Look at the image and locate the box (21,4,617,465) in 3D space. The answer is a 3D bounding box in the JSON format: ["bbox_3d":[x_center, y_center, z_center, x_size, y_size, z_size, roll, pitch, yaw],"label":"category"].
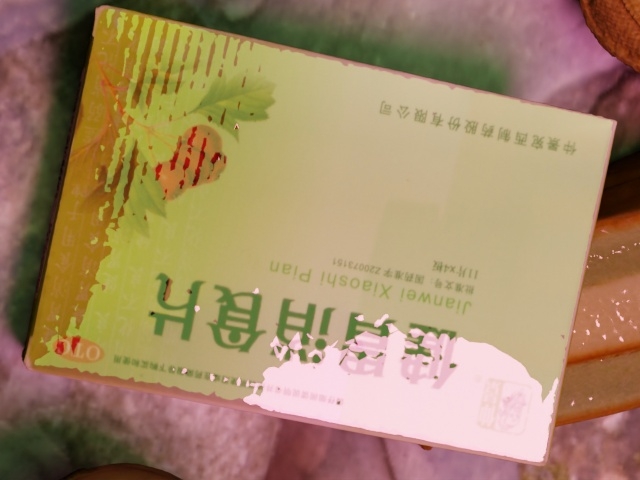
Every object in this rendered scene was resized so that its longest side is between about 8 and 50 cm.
[{"bbox_3d":[0.000,-0.001,0.777,0.260,0.062,0.175,11,90,-9],"label":"box"}]

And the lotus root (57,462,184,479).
[{"bbox_3d":[-0.069,0.249,0.749,0.183,0.183,0.310,-33,109,-18],"label":"lotus root"}]

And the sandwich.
[{"bbox_3d":[0.137,0.028,0.906,0.187,0.144,0.117,-14,103,14],"label":"sandwich"}]

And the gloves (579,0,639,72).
[{"bbox_3d":[0.243,-0.157,0.859,0.356,0.155,0.203,47,68,-5],"label":"gloves"}]
